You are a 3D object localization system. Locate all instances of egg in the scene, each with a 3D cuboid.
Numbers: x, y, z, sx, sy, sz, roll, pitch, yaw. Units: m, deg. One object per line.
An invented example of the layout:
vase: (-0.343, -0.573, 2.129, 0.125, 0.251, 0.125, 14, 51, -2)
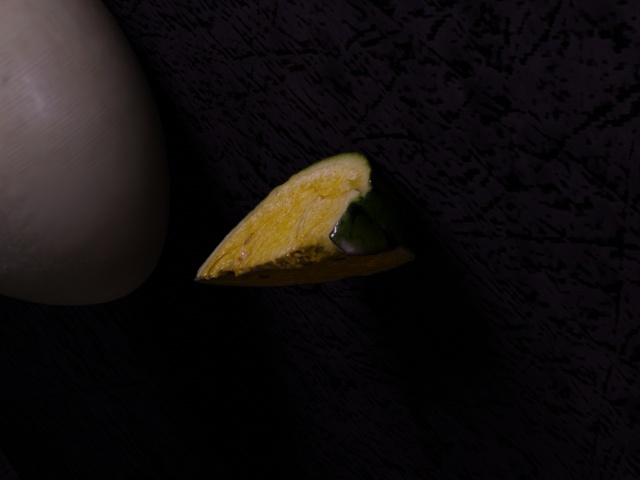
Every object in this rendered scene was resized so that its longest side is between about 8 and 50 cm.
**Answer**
egg: (-0.219, -0.080, 1.159, 0.295, 0.218, 0.218, 46, 159, -12)

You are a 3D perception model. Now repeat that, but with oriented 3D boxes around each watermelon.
watermelon: (0.009, 0.005, 0.992, 0.075, 0.092, 0.181, 46, 152, -15)
